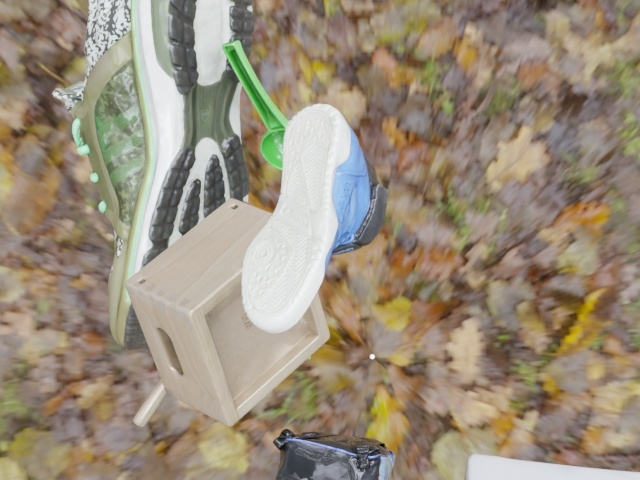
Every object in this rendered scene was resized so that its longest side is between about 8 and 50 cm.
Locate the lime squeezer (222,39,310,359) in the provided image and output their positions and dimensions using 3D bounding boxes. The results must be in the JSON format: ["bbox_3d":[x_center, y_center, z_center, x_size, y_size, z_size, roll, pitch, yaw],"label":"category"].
[{"bbox_3d":[-0.026,-0.047,1.588,0.058,0.110,0.310,-11,102,7],"label":"lime squeezer"}]

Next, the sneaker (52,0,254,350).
[{"bbox_3d":[-0.176,-0.101,1.604,0.182,0.158,0.410,14,103,34],"label":"sneaker"}]

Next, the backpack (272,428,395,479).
[{"bbox_3d":[0.015,0.224,1.565,0.105,0.114,0.084,9,89,15],"label":"backpack"}]

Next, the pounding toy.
[{"bbox_3d":[-0.078,0.064,1.207,0.100,0.141,0.130,22,50,40],"label":"pounding toy"}]

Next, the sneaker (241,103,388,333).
[{"bbox_3d":[0.001,0.000,1.027,0.058,0.084,0.152,-5,59,28],"label":"sneaker"}]

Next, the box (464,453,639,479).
[{"bbox_3d":[0.149,0.212,0.797,0.181,0.119,0.182,5,126,1],"label":"box"}]
